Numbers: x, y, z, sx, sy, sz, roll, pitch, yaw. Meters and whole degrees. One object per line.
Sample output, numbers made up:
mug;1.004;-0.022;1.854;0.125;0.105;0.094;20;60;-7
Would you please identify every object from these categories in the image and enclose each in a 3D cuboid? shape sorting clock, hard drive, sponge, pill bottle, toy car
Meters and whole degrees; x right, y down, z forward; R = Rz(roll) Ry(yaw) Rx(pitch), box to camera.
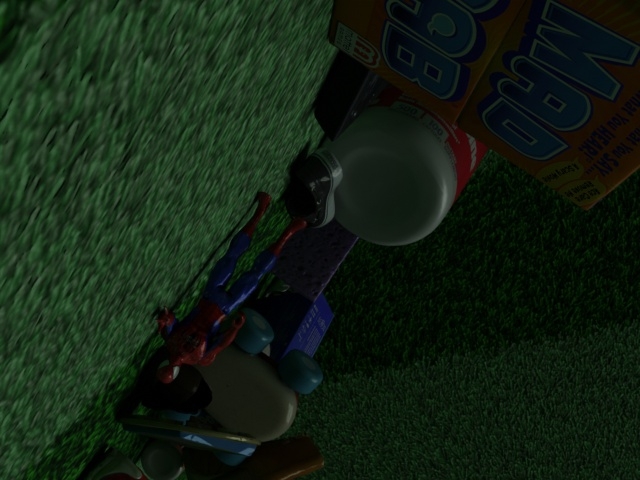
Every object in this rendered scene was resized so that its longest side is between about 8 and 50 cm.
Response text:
shape sorting clock;-0.186;0.272;1.351;0.206;0.206;0.040;108;-5;-73
hard drive;0.081;-0.257;1.289;0.255;0.054;0.172;-51;173;-46
sponge;0.000;0.000;1.802;0.210;0.117;0.031;-55;174;-11
pill bottle;0.170;-0.181;1.628;0.408;0.229;0.229;-51;173;-51
pill bottle;-0.287;0.410;1.857;0.086;0.086;0.152;-57;175;13
toy car;-0.127;0.214;1.611;0.219;0.210;0.238;-47;-170;15

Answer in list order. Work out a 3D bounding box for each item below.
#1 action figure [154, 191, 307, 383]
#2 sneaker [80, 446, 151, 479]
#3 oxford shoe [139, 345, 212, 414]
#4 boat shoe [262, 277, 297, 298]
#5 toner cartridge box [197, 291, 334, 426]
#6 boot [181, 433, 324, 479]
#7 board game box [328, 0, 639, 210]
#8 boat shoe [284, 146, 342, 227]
action figure;-0.121;0.061;1.200;0.280;0.091;0.139;-56;-178;-14
sneaker;-0.335;0.440;1.403;0.279;0.118;0.107;-59;174;26
oxford shoe;-0.209;0.226;1.390;0.083;0.096;0.227;-57;177;-15
boat shoe;-0.074;0.130;2.060;0.258;0.095;0.084;-56;179;-13
toner cartridge box;-0.111;0.234;1.824;0.165;0.075;0.348;-11;-151;31
boot;-0.122;0.400;1.682;0.211;0.104;0.295;-16;-174;-21
board game box;0.263;-0.313;0.942;0.356;0.356;0.356;-54;175;-15
boat shoe;-0.021;-0.065;1.467;0.076;0.080;0.228;-36;172;-19
